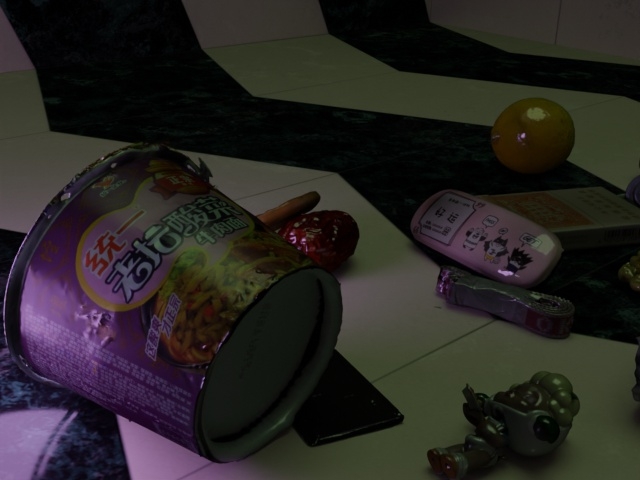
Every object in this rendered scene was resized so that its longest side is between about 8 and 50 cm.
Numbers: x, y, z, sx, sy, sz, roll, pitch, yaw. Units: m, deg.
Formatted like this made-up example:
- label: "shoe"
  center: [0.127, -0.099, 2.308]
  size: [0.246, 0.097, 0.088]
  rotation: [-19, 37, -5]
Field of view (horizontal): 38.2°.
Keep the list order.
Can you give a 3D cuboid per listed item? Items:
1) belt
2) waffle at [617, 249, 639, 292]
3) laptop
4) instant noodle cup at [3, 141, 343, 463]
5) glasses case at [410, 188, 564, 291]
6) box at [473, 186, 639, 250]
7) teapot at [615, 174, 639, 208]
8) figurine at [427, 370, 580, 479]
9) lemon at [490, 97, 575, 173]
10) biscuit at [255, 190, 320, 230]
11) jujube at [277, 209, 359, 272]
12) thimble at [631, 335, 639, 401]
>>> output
- label: "belt"
  center: [0.280, 0.093, 1.435]
  size: [0.232, 0.053, 0.071]
  rotation: [18, 27, 32]
- label: "waffle"
  center: [0.650, 0.070, 1.540]
  size: [0.291, 0.051, 0.291]
  rotation: [1, 22, -1]
- label: "laptop"
  center: [0.002, 0.195, 1.194]
  size: [0.135, 0.016, 0.197]
  rotation: [-10, 25, -26]
- label: "instant noodle cup"
  center: [-0.149, 0.082, 1.080]
  size: [0.266, 0.340, 0.340]
  rotation: [27, 31, 30]
- label: "glasses case"
  center: [0.280, -0.003, 1.591]
  size: [0.122, 0.075, 0.314]
  rotation: [-47, 40, -11]
- label: "box"
  center: [0.443, -0.040, 1.783]
  size: [0.365, 0.051, 0.204]
  rotation: [-5, 25, -18]
- label: "teapot"
  center: [0.669, -0.094, 1.905]
  size: [0.124, 0.092, 0.091]
  rotation: [28, 8, 30]
- label: "figurine"
  center: [0.216, 0.212, 1.075]
  size: [0.197, 0.093, 0.147]
  rotation: [-10, 10, -28]
- label: "lemon"
  center: [0.485, -0.240, 2.125]
  size: [0.203, 0.178, 0.178]
  rotation: [-3, 23, -18]
- label: "biscuit"
  center: [-0.110, -0.021, 1.584]
  size: [0.260, 0.041, 0.203]
  rotation: [-28, 4, -41]
- label: "jujube"
  center: [0.000, 0.000, 1.558]
  size: [0.112, 0.109, 0.176]
  rotation: [47, 33, 11]
- label: "thimble"
  center: [0.509, 0.126, 1.179]
  size: [0.157, 0.217, 0.245]
  rotation: [14, 40, 35]
